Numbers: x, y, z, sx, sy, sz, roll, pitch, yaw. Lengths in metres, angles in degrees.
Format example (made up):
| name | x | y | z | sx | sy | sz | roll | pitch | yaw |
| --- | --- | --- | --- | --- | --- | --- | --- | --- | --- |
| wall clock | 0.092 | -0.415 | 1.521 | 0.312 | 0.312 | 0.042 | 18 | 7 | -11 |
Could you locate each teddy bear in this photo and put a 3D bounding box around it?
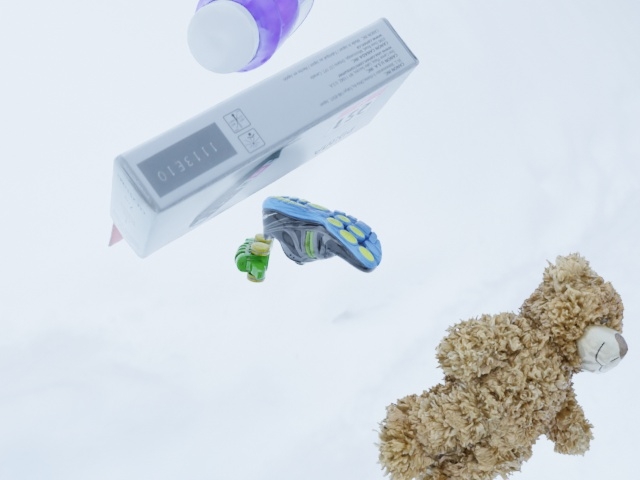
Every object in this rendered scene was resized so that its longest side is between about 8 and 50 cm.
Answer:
| name | x | y | z | sx | sy | sz | roll | pitch | yaw |
| --- | --- | --- | --- | --- | --- | --- | --- | --- | --- |
| teddy bear | 0.212 | 0.171 | 0.764 | 0.338 | 0.113 | 0.245 | -27 | 106 | -9 |

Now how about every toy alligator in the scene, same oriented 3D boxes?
| name | x | y | z | sx | sy | sz | roll | pitch | yaw |
| --- | --- | --- | --- | --- | --- | --- | --- | --- | --- |
| toy alligator | -0.102 | 0.015 | 1.081 | 0.051 | 0.056 | 0.189 | 11 | 21 | -2 |

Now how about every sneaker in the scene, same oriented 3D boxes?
| name | x | y | z | sx | sy | sz | roll | pitch | yaw |
| --- | --- | --- | --- | --- | --- | --- | --- | --- | --- |
| sneaker | 0.000 | 0.000 | 0.879 | 0.188 | 0.078 | 0.067 | 23 | 23 | 33 |

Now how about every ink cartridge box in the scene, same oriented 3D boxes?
| name | x | y | z | sx | sy | sz | roll | pitch | yaw |
| --- | --- | --- | --- | --- | --- | --- | --- | --- | --- |
| ink cartridge box | -0.066 | -0.074 | 0.654 | 0.275 | 0.239 | 0.060 | -34 | 85 | -24 |

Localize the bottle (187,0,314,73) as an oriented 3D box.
| name | x | y | z | sx | sy | sz | roll | pitch | yaw |
| --- | --- | --- | --- | --- | --- | --- | --- | --- | --- |
| bottle | -0.077 | -0.250 | 0.776 | 0.092 | 0.118 | 0.283 | 42 | 25 | -13 |
